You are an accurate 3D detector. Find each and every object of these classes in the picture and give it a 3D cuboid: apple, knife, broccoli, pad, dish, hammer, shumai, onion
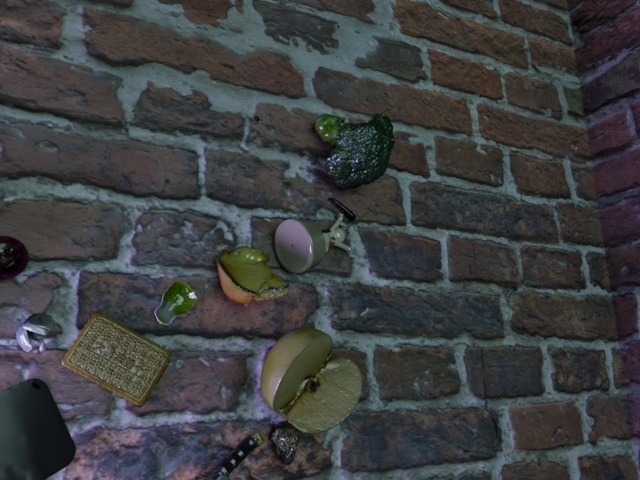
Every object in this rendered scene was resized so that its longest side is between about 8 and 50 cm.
[{"bbox_3d":[-0.045,0.408,1.686,0.295,0.233,0.258,48,71,-18],"label":"apple"},{"bbox_3d":[0.077,-0.113,2.000,0.121,0.031,0.018,40,62,-7],"label":"knife"},{"bbox_3d":[0.118,-0.329,1.970,0.297,0.298,0.297,-28,64,-30],"label":"broccoli"},{"bbox_3d":[-0.800,0.550,1.376,0.375,0.063,0.315,-23,88,-40],"label":"pad"},{"bbox_3d":[-0.427,0.184,1.654,0.091,0.039,0.137,46,62,-16],"label":"dish"},{"bbox_3d":[-0.251,0.622,1.595,0.226,0.158,0.041,-35,96,-49],"label":"hammer"},{"bbox_3d":[-0.111,0.594,1.691,0.087,0.099,0.124,17,67,-5],"label":"shumai"},{"bbox_3d":[-0.807,0.045,1.455,0.115,0.104,0.115,-3,96,-31],"label":"onion"}]

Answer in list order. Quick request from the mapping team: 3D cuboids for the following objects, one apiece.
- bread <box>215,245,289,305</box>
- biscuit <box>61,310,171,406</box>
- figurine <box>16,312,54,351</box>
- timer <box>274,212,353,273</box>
[{"bbox_3d":[-0.215,0.130,1.730,0.174,0.251,0.133,-10,125,-31],"label":"bread"},{"bbox_3d":[-0.550,0.324,1.560,0.254,0.029,0.172,35,64,-16],"label":"biscuit"},{"bbox_3d":[-0.734,0.235,1.463,0.082,0.086,0.094,-6,38,-43],"label":"figurine"},{"bbox_3d":[0.000,0.000,1.880,0.266,0.175,0.175,-13,83,-46],"label":"timer"}]
